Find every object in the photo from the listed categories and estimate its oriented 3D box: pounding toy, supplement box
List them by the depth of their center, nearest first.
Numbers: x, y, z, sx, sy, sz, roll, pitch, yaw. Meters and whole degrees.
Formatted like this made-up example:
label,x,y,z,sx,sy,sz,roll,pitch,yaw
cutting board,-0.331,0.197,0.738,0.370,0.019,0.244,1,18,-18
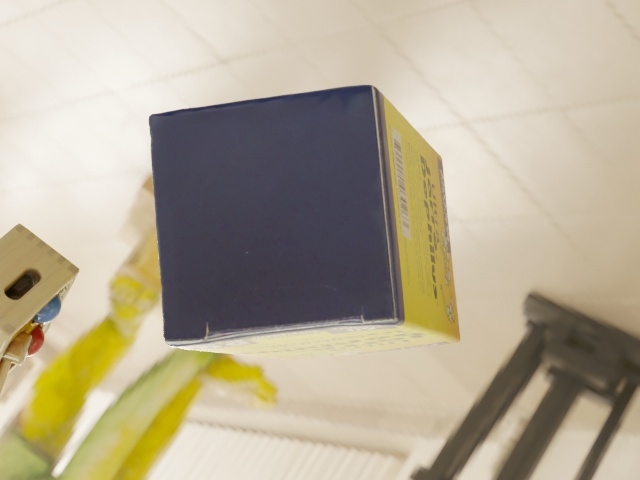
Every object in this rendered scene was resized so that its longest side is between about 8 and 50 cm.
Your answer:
label,x,y,z,sx,sy,sz,roll,pitch,yaw
pounding toy,-0.286,0.088,1.309,0.100,0.141,0.130,37,131,3
supplement box,0.000,0.000,1.334,0.194,0.195,0.356,-7,173,13
